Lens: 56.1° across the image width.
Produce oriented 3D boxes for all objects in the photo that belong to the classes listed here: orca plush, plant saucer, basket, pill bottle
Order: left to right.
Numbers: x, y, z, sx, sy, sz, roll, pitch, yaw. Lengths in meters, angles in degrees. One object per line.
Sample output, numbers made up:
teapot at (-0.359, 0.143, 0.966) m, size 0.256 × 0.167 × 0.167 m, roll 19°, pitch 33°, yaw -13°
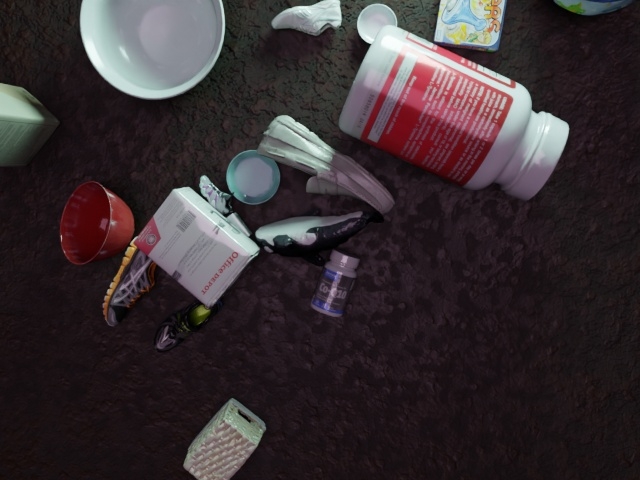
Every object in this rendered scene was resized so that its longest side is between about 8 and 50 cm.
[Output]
basket at (-0.220, 0.467, 1.368) m, size 0.113 × 0.103 × 0.167 m, roll 40°, pitch 96°, yaw -2°
plant saucer at (-0.148, -0.141, 1.335) m, size 0.120 × 0.021 × 0.119 m, roll 0°, pitch 97°, yaw 3°
orca plush at (0.000, 0.000, 1.288) m, size 0.287 × 0.151 × 0.102 m, roll -15°, pitch 113°, yaw 15°
pill bottle at (0.034, 0.092, 1.323) m, size 0.078 × 0.078 × 0.137 m, roll 20°, pitch 97°, yaw 1°
pill bottle at (0.261, -0.241, 1.196) m, size 0.408 × 0.229 × 0.229 m, roll 25°, pitch 97°, yaw 1°

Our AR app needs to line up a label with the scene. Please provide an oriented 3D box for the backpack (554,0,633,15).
backpack at (0.530, -0.620, 1.143) m, size 0.290 × 0.273 × 0.355 m, roll -13°, pitch 74°, yaw 3°

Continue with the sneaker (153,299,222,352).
sneaker at (-0.306, 0.186, 1.354) m, size 0.188 × 0.078 × 0.067 m, roll -37°, pitch 93°, yaw 7°

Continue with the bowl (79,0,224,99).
bowl at (-0.333, -0.439, 1.256) m, size 0.298 × 0.134 × 0.297 m, roll 0°, pitch 97°, yaw 3°

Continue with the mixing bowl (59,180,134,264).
mixing bowl at (-0.475, -0.030, 1.314) m, size 0.182 × 0.098 × 0.181 m, roll -8°, pitch 76°, yaw 34°

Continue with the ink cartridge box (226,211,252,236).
ink cartridge box at (-0.218, -0.005, 1.351) m, size 0.115 × 0.029 × 0.062 m, roll -37°, pitch 93°, yaw 12°

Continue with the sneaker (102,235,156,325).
sneaker at (-0.420, 0.100, 1.351) m, size 0.083 × 0.084 × 0.214 m, roll 25°, pitch 96°, yaw -4°

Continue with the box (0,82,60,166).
box at (-0.684, -0.236, 1.211) m, size 0.121 × 0.311 × 0.148 m, roll 43°, pitch 97°, yaw -2°

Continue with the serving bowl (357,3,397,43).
serving bowl at (0.120, -0.458, 1.280) m, size 0.084 × 0.027 × 0.083 m, roll 0°, pitch 96°, yaw 3°

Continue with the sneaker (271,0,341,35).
sneaker at (-0.029, -0.466, 1.276) m, size 0.152 × 0.053 × 0.061 m, roll -11°, pitch 98°, yaw 4°

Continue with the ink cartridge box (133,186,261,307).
ink cartridge box at (-0.262, 0.013, 1.297) m, size 0.218 × 0.092 × 0.158 m, roll 41°, pitch 103°, yaw 1°

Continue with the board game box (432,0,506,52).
board game box at (0.320, -0.507, 1.258) m, size 0.136 × 0.035 × 0.201 m, roll 8°, pitch 97°, yaw 3°

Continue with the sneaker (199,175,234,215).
sneaker at (-0.222, -0.103, 1.329) m, size 0.069 × 0.038 × 0.098 m, roll -14°, pitch 106°, yaw 23°

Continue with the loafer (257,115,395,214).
loafer at (0.012, -0.142, 1.283) m, size 0.320 × 0.112 × 0.111 m, roll 34°, pitch 92°, yaw 8°
